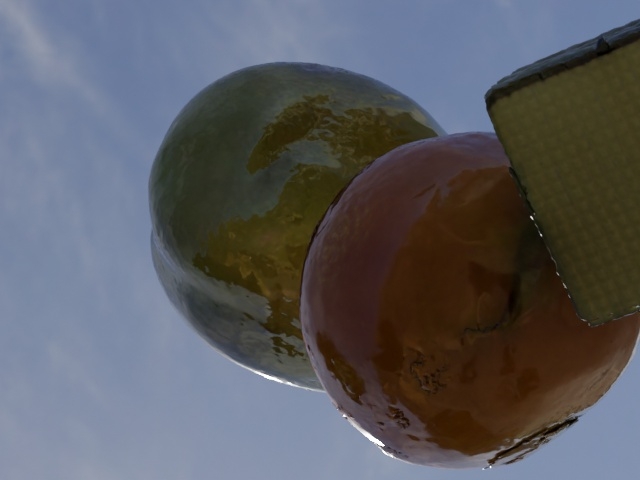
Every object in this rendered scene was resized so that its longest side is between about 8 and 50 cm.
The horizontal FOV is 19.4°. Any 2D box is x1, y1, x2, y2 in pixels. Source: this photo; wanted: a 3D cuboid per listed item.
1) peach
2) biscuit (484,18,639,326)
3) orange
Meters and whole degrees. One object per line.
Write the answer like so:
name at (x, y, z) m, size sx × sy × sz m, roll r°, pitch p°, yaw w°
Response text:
peach at (-0.003, -0.005, 1.718) m, size 0.314 × 0.315 × 0.282 m, roll -61°, pitch -15°, yaw -48°
biscuit at (0.179, -0.049, 0.796) m, size 0.121 × 0.199 × 0.040 m, roll 63°, pitch -152°, yaw -12°
orange at (0.106, 0.043, 1.336) m, size 0.246 × 0.246 × 0.246 m, roll -23°, pitch -61°, yaw -49°
